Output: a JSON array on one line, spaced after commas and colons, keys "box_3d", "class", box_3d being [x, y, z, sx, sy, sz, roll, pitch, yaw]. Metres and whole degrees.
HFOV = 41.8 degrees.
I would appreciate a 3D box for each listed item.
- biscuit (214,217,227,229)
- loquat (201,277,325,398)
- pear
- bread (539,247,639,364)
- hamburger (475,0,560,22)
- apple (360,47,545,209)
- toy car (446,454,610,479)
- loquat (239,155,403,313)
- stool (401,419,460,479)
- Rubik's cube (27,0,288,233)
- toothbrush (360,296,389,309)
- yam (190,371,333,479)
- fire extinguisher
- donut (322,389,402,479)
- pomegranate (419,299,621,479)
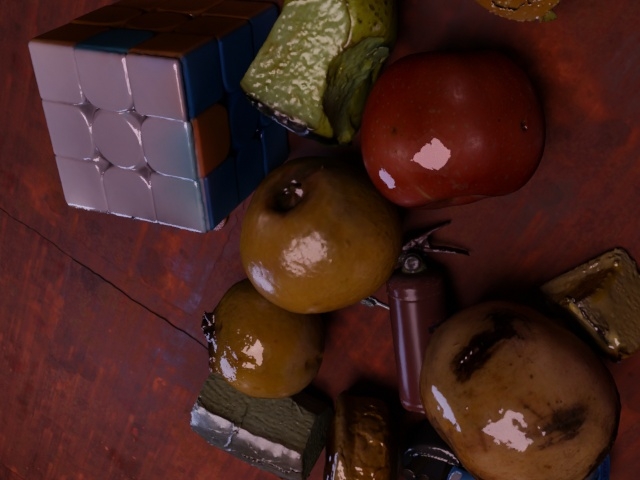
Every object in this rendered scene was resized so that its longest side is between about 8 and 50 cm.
[{"box_3d": [-0.220, -0.061, 1.631, 0.091, 0.015, 0.078, 31, 128, 8], "class": "biscuit"}, {"box_3d": [-0.109, 0.184, 1.584, 0.244, 0.244, 0.244, 14, 125, 21], "class": "loquat"}, {"box_3d": [0.029, -0.283, 1.243, 0.164, 0.238, 0.255, 33, 105, 12], "class": "pear"}, {"box_3d": [0.419, 0.118, 1.300, 0.169, 0.160, 0.140, -34, 100, 39], "class": "bread"}, {"box_3d": [0.268, -0.390, 1.093, 0.182, 0.118, 0.191, 34, 125, 1], "class": "hamburger"}, {"box_3d": [0.187, -0.158, 1.193, 0.260, 0.260, 0.216, -7, 89, 32], "class": "apple"}, {"box_3d": [0.365, 0.432, 1.461, 0.166, 0.314, 0.198, 39, 142, 55], "class": "toy car"}, {"box_3d": [0.000, 0.000, 1.384, 0.275, 0.275, 0.275, 14, 125, 21], "class": "loquat"}, {"box_3d": [0.245, 0.433, 1.611, 0.153, 0.139, 0.228, 47, 132, -5], "class": "stool"}, {"box_3d": [-0.246, -0.219, 1.365, 0.291, 0.291, 0.290, 11, 125, 23], "class": "Rubik's cube"}, {"box_3d": [0.171, 0.146, 1.545, 0.219, 0.019, 0.016, 22, 119, 14], "class": "toothbrush"}, {"box_3d": [-0.114, 0.370, 1.742, 0.271, 0.202, 0.201, 23, 149, 13], "class": "yam"}, {"box_3d": [0.194, 0.130, 1.465, 0.147, 0.106, 0.337, -6, 109, 3], "class": "fire extinguisher"}, {"box_3d": [0.077, 0.463, 1.635, 0.160, 0.330, 0.330, 9, 124, 6], "class": "donut"}, {"box_3d": [0.306, 0.243, 1.316, 0.322, 0.322, 0.322, 14, 125, 21], "class": "pomegranate"}]
